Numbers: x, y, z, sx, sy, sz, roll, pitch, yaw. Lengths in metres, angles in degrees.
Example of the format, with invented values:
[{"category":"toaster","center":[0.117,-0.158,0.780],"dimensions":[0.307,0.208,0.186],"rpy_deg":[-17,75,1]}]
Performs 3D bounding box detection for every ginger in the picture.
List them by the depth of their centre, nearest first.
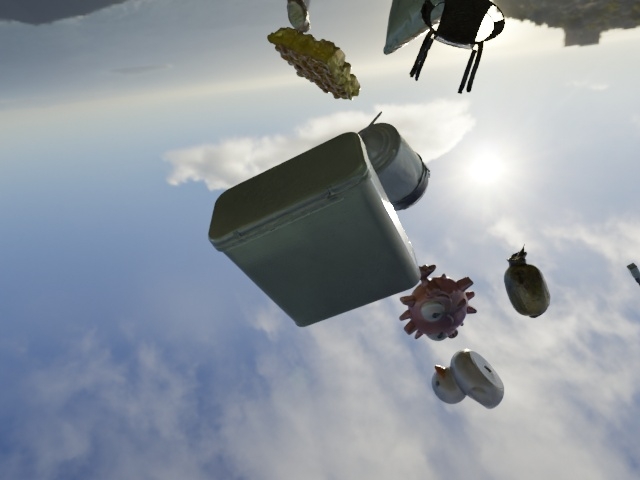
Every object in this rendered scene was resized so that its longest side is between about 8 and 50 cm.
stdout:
[{"category":"ginger","center":[-0.078,-0.778,1.486],"dimensions":[0.075,0.137,0.213],"rpy_deg":[-7,-149,6]}]

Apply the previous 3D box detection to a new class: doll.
[{"category":"doll","center":[0.301,0.165,1.128],"dimensions":[0.211,0.261,0.093],"rpy_deg":[-26,-151,-3]},{"category":"doll","center":[0.521,0.519,1.575],"dimensions":[0.251,0.221,0.221],"rpy_deg":[37,-158,-6]}]

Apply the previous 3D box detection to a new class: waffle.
[{"category":"waffle","center":[-0.008,-0.429,1.082],"dimensions":[0.229,0.057,0.219],"rpy_deg":[34,-177,30]}]

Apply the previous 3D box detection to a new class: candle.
[{"category":"candle","center":[0.205,-0.249,1.437],"dimensions":[0.222,0.221,0.343],"rpy_deg":[13,167,44]}]

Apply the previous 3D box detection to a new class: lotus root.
[{"category":"lotus root","center":[0.773,0.158,1.663],"dimensions":[0.154,0.277,0.154],"rpy_deg":[-15,178,-1]}]

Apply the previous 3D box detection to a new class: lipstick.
[{"category":"lipstick","center":[1.057,0.121,1.458],"dimensions":[0.025,0.107,0.025],"rpy_deg":[-33,-156,20]}]

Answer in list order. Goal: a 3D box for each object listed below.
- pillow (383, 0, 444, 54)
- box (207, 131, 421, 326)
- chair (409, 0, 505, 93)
[{"category":"pillow","center":[0.306,-0.727,1.260],"dimensions":[0.119,0.309,0.313],"rpy_deg":[21,161,-29]},{"category":"box","center":[0.000,0.000,0.965],"dimensions":[0.352,0.343,0.177],"rpy_deg":[-23,-143,16]},{"category":"chair","center":[0.284,-0.425,0.918],"dimensions":[0.175,0.212,0.149],"rpy_deg":[19,-164,8]}]
